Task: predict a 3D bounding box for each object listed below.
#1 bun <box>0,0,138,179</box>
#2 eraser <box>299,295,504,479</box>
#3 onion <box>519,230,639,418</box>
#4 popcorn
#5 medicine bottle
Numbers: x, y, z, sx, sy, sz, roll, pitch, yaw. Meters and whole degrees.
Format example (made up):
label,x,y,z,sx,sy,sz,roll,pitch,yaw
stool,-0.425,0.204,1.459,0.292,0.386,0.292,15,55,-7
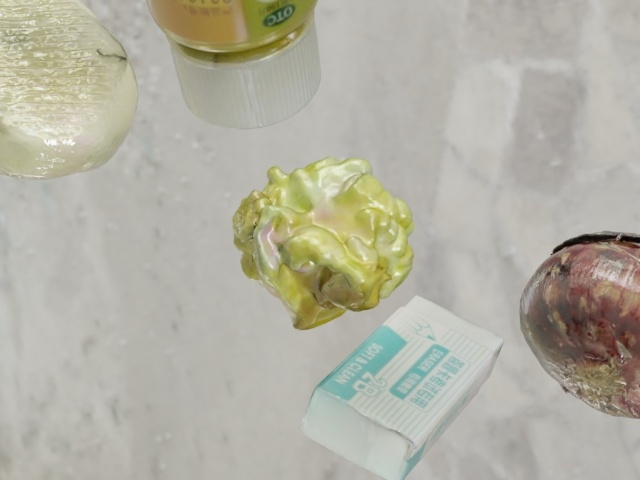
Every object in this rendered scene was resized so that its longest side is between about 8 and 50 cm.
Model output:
label,x,y,z,sx,sy,sz,roll,pitch,yaw
bun,-0.287,-0.141,1.480,0.237,0.209,0.116,58,148,34
eraser,0.073,0.121,1.312,0.095,0.225,0.052,26,117,16
onion,0.358,0.098,1.849,0.246,0.190,0.246,19,138,18
popcorn,0.000,0.000,1.207,0.145,0.126,0.126,16,142,19
medicine bottle,-0.111,-0.336,1.907,0.224,0.224,0.384,46,156,38
